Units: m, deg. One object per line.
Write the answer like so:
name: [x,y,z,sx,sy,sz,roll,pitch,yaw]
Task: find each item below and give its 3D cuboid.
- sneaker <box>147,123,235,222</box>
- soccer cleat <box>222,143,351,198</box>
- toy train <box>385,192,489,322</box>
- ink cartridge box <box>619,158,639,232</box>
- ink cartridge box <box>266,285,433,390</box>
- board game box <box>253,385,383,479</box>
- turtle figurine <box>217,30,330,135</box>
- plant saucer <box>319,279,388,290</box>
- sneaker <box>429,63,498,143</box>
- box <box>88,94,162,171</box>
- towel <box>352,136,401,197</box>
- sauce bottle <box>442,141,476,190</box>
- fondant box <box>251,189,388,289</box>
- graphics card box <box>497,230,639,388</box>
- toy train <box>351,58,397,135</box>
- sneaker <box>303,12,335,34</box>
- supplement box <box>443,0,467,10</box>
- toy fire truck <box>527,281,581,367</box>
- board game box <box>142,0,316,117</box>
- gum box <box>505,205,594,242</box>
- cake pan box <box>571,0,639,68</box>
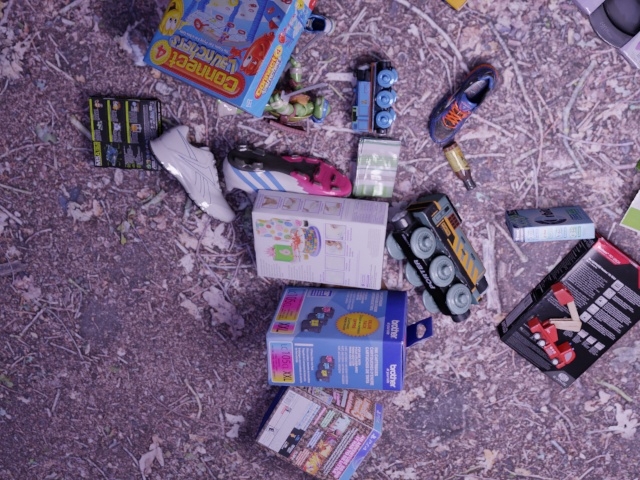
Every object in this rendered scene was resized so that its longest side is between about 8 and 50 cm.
sneaker: [-0.312,-0.170,1.782,0.129,0.111,0.297,-41,111,-7]
soccer cleat: [-0.088,-0.151,1.768,0.332,0.116,0.143,15,139,-4]
toy train: [0.306,0.042,1.730,0.190,0.142,0.333,-42,107,-26]
ink cartridge box: [0.846,-0.130,1.637,0.189,0.097,0.255,21,112,0]
ink cartridge box: [0.082,0.243,1.742,0.396,0.270,0.151,3,114,7]
board game box: [-0.003,0.527,1.960,0.291,0.141,0.232,29,110,-3]
turtle figurine: [-0.108,-0.378,1.626,0.267,0.274,0.197,0,71,0]
plant saucer: [0.089,0.166,1.878,0.199,0.036,0.198,3,109,8]
sneaker: [0.338,-0.326,1.644,0.083,0.087,0.221,35,110,-4]
box: [-0.509,-0.281,1.804,0.184,0.045,0.190,5,110,9]
towel: [0.143,-0.182,1.734,0.113,0.023,0.151,2,108,-16]
sauce bottle: [0.350,-0.185,1.717,0.042,0.042,0.128,-27,106,16]
fondant box: [0.000,0.000,1.753,0.331,0.096,0.238,6,136,5]
graphics card box: [0.668,0.180,1.771,0.233,0.094,0.371,36,109,-5]
toy train: [0.130,-0.349,1.673,0.105,0.080,0.184,5,110,13]
sneaker: [-0.038,-0.525,1.643,0.144,0.059,0.053,9,111,8]
supplement box: [0.222,-0.685,1.478,0.357,0.194,0.195,38,109,-6]
toy fire truck: [0.599,0.215,1.718,0.135,0.047,0.192,-34,102,17]
board game box: [-0.205,-0.473,1.534,0.308,0.086,0.301,28,94,24]
gum box: [0.555,-0.041,1.676,0.185,0.157,0.041,-4,108,10]
cake pan box: [0.721,-0.554,1.523,0.267,0.070,0.246,-42,97,19]
